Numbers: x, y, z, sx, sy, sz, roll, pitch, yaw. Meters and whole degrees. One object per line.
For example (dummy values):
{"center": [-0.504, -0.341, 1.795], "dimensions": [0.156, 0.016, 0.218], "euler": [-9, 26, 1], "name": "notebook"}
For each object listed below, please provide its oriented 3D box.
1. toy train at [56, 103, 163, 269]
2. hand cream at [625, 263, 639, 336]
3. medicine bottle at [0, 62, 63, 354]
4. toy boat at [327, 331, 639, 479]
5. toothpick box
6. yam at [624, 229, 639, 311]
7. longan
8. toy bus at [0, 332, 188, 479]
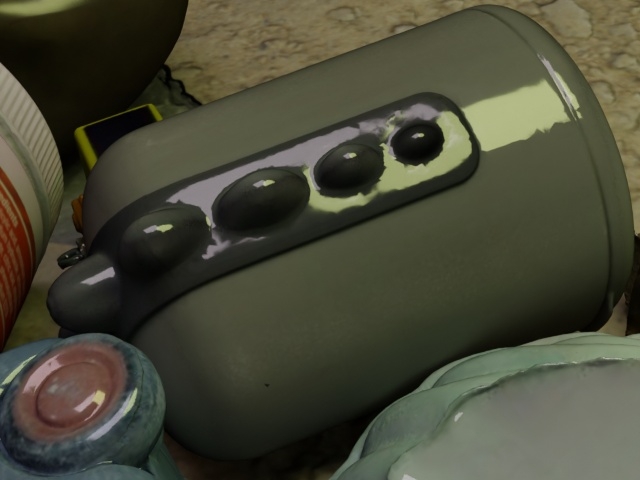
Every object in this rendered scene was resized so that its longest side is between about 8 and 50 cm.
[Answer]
{"center": [-0.083, -0.039, 0.768], "dimensions": [0.219, 0.127, 0.089], "euler": [-20, 45, -12], "name": "toy train"}
{"center": [0.194, 0.059, 0.599], "dimensions": [0.062, 0.163, 0.039], "euler": [31, 49, 34], "name": "hand cream"}
{"center": [-0.305, 0.017, 0.648], "dimensions": [0.253, 0.252, 0.241], "euler": [1, 42, 9], "name": "medicine bottle"}
{"center": [0.117, 0.124, 0.513], "dimensions": [0.290, 0.100, 0.199], "euler": [-23, 63, 12], "name": "toy boat"}
{"center": [0.000, 0.000, 0.642], "dimensions": [0.316, 0.229, 0.229], "euler": [-21, 44, -13], "name": "toothpick box"}
{"center": [0.256, 0.021, 0.691], "dimensions": [0.127, 0.084, 0.084], "euler": [-12, 43, -4], "name": "yam"}
{"center": [-0.273, -0.180, 0.848], "dimensions": [0.350, 0.288, 0.288], "euler": [-14, 43, -15], "name": "longan"}
{"center": [-0.124, 0.202, 0.479], "dimensions": [0.232, 0.197, 0.294], "euler": [-29, 48, -7], "name": "toy bus"}
